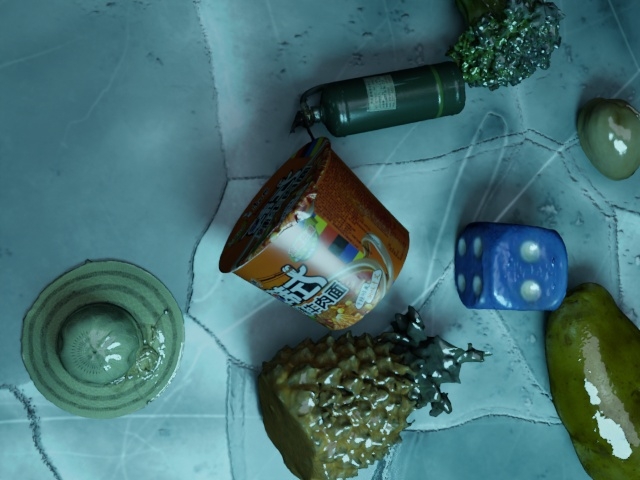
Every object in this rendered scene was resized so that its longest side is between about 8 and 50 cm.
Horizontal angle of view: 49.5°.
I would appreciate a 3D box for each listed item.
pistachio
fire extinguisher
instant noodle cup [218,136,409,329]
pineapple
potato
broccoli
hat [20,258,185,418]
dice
[{"bbox_3d":[0.507,-0.177,1.200,0.113,0.113,0.149,-16,101,-11],"label":"pistachio"},{"bbox_3d":[0.079,-0.221,1.119,0.295,0.093,0.118,-13,67,-10],"label":"fire extinguisher"},{"bbox_3d":[0.000,0.000,1.036,0.192,0.250,0.250,38,84,-18],"label":"instant noodle cup"},{"bbox_3d":[0.091,0.217,1.080,0.357,0.223,0.222,-21,95,-22],"label":"pineapple"},{"bbox_3d":[0.494,0.253,1.177,0.196,0.176,0.369,-23,91,17],"label":"potato"},{"bbox_3d":[0.296,-0.389,1.138,0.199,0.177,0.274,-8,74,-18],"label":"broccoli"},{"bbox_3d":[-0.326,0.154,1.031,0.252,0.110,0.251,0,92,-11],"label":"hat"},{"bbox_3d":[0.309,0.045,1.138,0.143,0.146,0.146,4,90,-13],"label":"dice"}]
